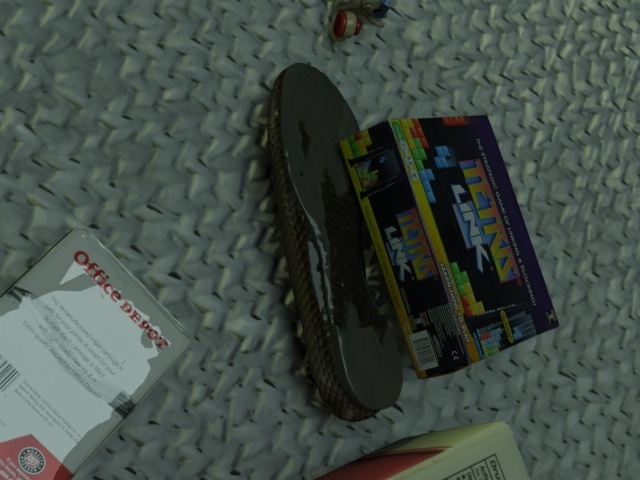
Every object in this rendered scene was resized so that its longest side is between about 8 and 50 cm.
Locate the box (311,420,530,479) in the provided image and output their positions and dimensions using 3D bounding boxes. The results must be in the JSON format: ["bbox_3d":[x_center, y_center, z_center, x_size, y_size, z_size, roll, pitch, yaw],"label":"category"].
[{"bbox_3d":[0.018,0.219,0.630,0.232,0.127,0.149,-17,85,-31],"label":"box"}]

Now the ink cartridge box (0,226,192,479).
[{"bbox_3d":[-0.157,0.075,0.615,0.099,0.056,0.135,48,60,-10],"label":"ink cartridge box"}]

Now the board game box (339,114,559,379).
[{"bbox_3d":[0.095,-0.001,0.752,0.141,0.048,0.170,-13,83,-52],"label":"board game box"}]

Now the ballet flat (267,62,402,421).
[{"bbox_3d":[0.000,0.000,0.728,0.084,0.058,0.250,-1,73,-41],"label":"ballet flat"}]

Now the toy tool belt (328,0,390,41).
[{"bbox_3d":[0.037,-0.187,0.797,0.051,0.052,0.083,7,74,-18],"label":"toy tool belt"}]
